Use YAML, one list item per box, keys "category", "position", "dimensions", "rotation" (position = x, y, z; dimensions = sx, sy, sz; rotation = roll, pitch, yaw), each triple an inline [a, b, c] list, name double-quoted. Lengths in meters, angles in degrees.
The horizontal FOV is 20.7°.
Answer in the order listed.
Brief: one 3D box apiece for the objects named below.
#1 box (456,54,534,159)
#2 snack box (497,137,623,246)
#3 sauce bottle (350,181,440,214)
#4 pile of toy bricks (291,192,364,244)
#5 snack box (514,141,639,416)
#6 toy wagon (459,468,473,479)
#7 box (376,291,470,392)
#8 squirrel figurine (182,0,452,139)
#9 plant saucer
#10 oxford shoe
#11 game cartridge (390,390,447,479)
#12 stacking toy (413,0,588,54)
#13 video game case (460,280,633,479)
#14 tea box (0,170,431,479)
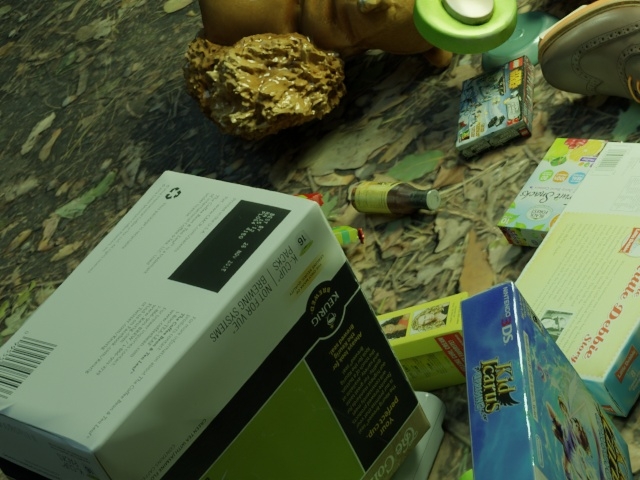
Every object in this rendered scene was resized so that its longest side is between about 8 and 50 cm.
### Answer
- category: "box"
  position: [0.220, -0.167, 2.190]
  dimensions: [0.094, 0.027, 0.137]
  rotation: [-22, 35, 26]
- category: "snack box"
  position: [0.278, -0.054, 1.978]
  dimensions: [0.100, 0.037, 0.141]
  rotation: [6, 53, 49]
- category: "sauce bottle"
  position: [0.094, -0.051, 2.155]
  dimensions: [0.128, 0.042, 0.042]
  rotation: [4, 51, 44]
- category: "pile of toy bricks"
  position: [0.000, 0.000, 2.146]
  dimensions: [0.105, 0.118, 0.212]
  rotation: [-13, 12, -13]
- category: "snack box"
  position: [0.308, 0.031, 1.819]
  dimensions: [0.187, 0.060, 0.322]
  rotation: [6, 52, 49]
- category: "toy wagon"
  position: [0.072, 0.358, 1.607]
  dimensions: [0.344, 0.068, 0.267]
  rotation: [-26, 37, 24]
- category: "box"
  position: [0.076, 0.127, 1.903]
  dimensions: [0.232, 0.087, 0.058]
  rotation: [-16, 40, 29]
- category: "squirrel figurine"
  position: [0.000, -0.289, 2.404]
  dimensions: [0.370, 0.281, 0.397]
  rotation: [19, 76, 42]
- category: "plant saucer"
  position: [0.258, -0.261, 2.279]
  dimensions: [0.119, 0.021, 0.119]
  rotation: [-26, 34, 19]
- category: "oxford shoe"
  position: [0.386, -0.195, 1.975]
  dimensions: [0.363, 0.130, 0.133]
  rotation: [-2, 54, 45]
- category: "game cartridge"
  position: [-0.018, 0.256, 1.864]
  dimensions: [0.294, 0.060, 0.196]
  rotation: [-9, 46, 37]
- category: "stacking toy"
  position: [0.252, -0.370, 2.189]
  dimensions: [0.309, 0.130, 0.279]
  rotation: [7, 52, 5]
- category: "video game case"
  position: [0.208, 0.207, 1.518]
  dimensions: [0.061, 0.244, 0.269]
  rotation: [-24, 35, 19]
- category: "tea box"
  position: [-0.112, 0.166, 1.683]
  dimensions: [0.220, 0.323, 0.329]
  rotation: [12, 50, 43]
